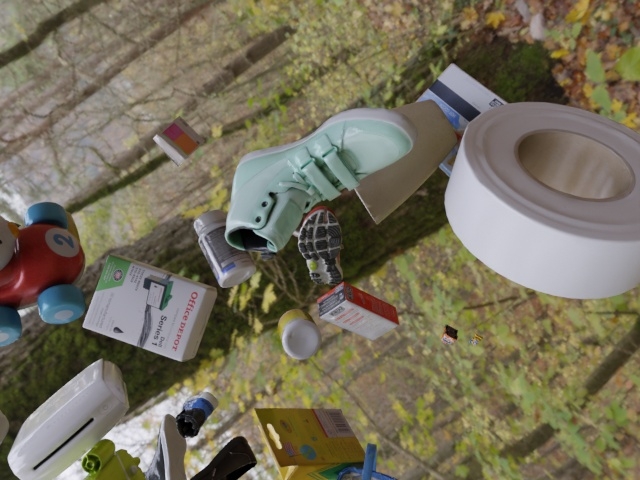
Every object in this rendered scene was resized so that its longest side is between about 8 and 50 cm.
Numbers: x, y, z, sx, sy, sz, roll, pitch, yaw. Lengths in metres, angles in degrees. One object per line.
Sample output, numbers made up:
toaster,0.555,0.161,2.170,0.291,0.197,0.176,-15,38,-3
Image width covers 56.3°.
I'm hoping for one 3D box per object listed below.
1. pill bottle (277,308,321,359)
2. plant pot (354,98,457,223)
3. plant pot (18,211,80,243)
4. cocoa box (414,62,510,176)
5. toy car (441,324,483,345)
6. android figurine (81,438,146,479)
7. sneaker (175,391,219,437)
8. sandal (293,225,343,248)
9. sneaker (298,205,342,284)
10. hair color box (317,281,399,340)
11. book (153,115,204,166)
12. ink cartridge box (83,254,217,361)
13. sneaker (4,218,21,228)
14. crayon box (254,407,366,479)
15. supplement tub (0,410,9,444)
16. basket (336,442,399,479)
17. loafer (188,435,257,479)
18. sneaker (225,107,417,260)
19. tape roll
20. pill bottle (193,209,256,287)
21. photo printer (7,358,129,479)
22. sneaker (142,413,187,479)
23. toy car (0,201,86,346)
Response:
pill bottle,-0.067,0.277,1.815,0.117,0.117,0.215,52,176,-10
plant pot,0.187,-0.218,1.473,0.257,0.274,0.256,58,-176,-7
plant pot,-0.531,0.019,1.185,0.095,0.134,0.134,51,171,12
cocoa box,0.421,-0.267,1.626,0.231,0.228,0.347,31,-162,-46
toy car,0.353,0.252,1.497,0.122,0.041,0.060,21,-157,-14
android figurine,-0.394,0.516,1.180,0.273,0.056,0.248,22,-137,-89
sneaker,-0.270,0.367,1.230,0.058,0.084,0.152,47,140,-5
sandal,-0.013,-0.018,1.746,0.180,0.049,0.072,26,-164,24
sneaker,0.000,0.000,1.512,0.279,0.107,0.118,87,-179,-52
hair color box,0.070,0.131,1.089,0.141,0.072,0.043,28,-141,-36
book,-0.372,-0.267,1.581,0.096,0.035,0.144,46,-150,-14
ink cartridge box,-0.345,0.138,1.231,0.219,0.160,0.092,18,175,5
sneaker,-0.634,0.033,1.255,0.101,0.106,0.267,8,158,25
crayon box,-0.039,0.571,1.682,0.318,0.081,0.202,14,-154,-37
supplement tub,-0.469,0.288,0.550,0.235,0.325,0.235,9,140,7
basket,0.114,0.707,1.547,0.200,0.255,0.289,10,131,10
loafer,-0.217,0.506,1.228,0.078,0.220,0.080,33,160,30
sneaker,-0.004,-0.056,0.709,0.255,0.151,0.094,-16,139,31
tape roll,0.312,-0.062,0.774,0.286,0.286,0.100,45,145,32
pill bottle,-0.186,0.014,1.146,0.137,0.078,0.078,60,174,18
photo printer,-0.544,0.392,1.311,0.107,0.256,0.307,52,165,-12
sneaker,-0.463,0.635,1.702,0.104,0.146,0.296,50,-170,-36
toy car,-0.513,0.012,0.953,0.238,0.210,0.219,88,160,-60
